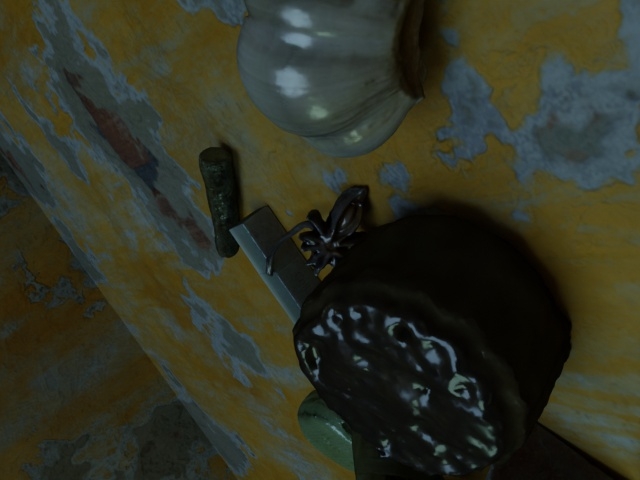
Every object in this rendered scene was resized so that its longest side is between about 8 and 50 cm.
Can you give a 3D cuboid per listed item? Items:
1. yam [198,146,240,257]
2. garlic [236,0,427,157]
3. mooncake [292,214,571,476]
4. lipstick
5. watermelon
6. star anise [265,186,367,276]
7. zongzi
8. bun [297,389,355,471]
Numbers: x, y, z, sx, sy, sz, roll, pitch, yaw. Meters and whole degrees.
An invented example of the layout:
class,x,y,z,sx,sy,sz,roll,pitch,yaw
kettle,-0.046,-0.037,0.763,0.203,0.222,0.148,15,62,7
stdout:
class,x,y,z,sx,sy,sz,roll,pitch,yaw
yam,-0.179,-0.062,1.230,0.061,0.061,0.274,36,150,24
garlic,-0.002,-0.215,0.669,0.203,0.185,0.281,37,150,39
mooncake,0.131,0.136,0.835,0.324,0.187,0.324,22,135,24
lipstick,-0.041,0.088,1.202,0.317,0.066,0.068,56,151,-10
watermelon,0.328,0.388,0.990,0.262,0.201,0.213,-2,135,4
star anise,0.000,0.000,1.039,0.148,0.218,0.227,23,-171,-23
zongzi,0.105,0.381,1.097,0.317,0.154,0.289,60,-178,7
bun,0.050,0.383,1.383,0.221,0.108,0.221,29,149,20
